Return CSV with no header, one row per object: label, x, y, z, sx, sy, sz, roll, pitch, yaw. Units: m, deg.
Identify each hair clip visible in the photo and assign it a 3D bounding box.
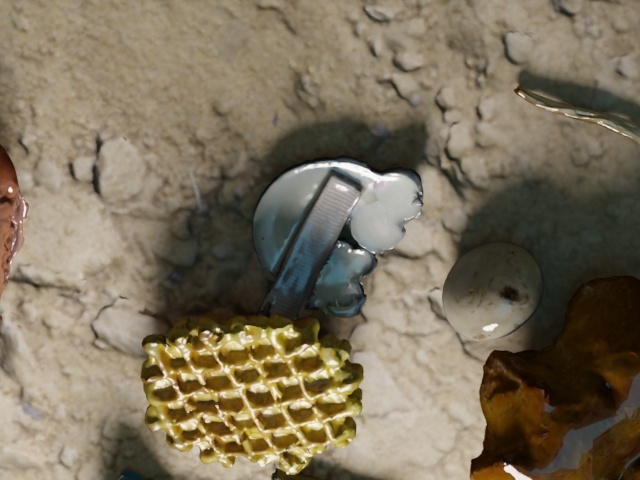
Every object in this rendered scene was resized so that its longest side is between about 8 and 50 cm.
hair clip,0.000,0.000,1.373,0.116,0.049,0.172,26,103,-11

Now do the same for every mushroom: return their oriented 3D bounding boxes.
mushroom,0.283,-0.066,1.362,0.286,0.026,0.028,18,91,-3
mushroom,0.142,0.046,1.377,0.085,0.085,0.079,-38,132,12

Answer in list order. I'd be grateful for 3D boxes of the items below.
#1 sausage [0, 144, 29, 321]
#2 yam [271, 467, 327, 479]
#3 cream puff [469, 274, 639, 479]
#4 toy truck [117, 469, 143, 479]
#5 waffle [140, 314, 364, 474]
sausage,-0.291,0.054,1.382,0.078,0.078,0.304,16,108,-4
yam,0.070,0.233,1.452,0.234,0.029,0.027,16,104,-4
cream puff,0.240,0.165,1.370,0.241,0.155,0.269,-25,98,3
toy truck,-0.102,0.261,1.436,0.175,0.081,0.067,24,108,-6
waffle,-0.054,0.122,1.386,0.191,0.038,0.191,5,130,5
